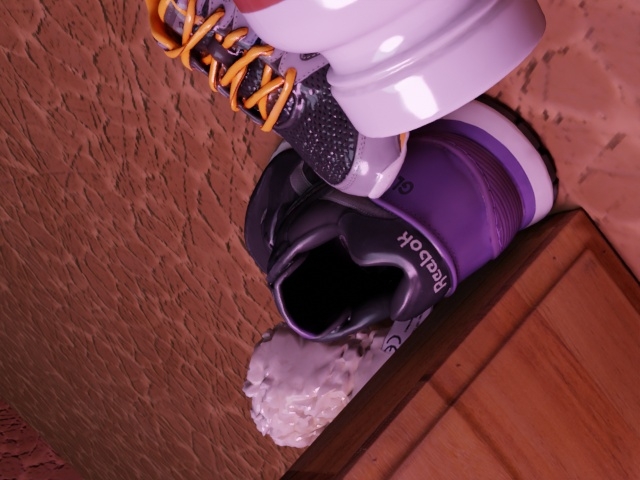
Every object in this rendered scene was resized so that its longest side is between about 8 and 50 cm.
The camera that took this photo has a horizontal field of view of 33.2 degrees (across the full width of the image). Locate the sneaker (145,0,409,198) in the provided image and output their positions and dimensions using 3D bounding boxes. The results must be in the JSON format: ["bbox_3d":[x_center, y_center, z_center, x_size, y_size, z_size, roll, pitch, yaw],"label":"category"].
[{"bbox_3d":[-0.038,-0.103,0.528,0.215,0.083,0.084,53,141,17],"label":"sneaker"}]

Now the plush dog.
[{"bbox_3d":[0.091,0.164,0.707,0.225,0.210,0.262,52,-166,-43],"label":"plush dog"}]

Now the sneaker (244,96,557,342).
[{"bbox_3d":[0.000,0.000,0.629,0.107,0.124,0.283,51,154,-10],"label":"sneaker"}]

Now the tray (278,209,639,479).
[{"bbox_3d":[0.184,0.207,0.564,0.411,0.203,0.076,51,154,-10],"label":"tray"}]

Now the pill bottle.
[{"bbox_3d":[-0.003,-0.153,0.415,0.121,0.121,0.216,-1,128,57],"label":"pill bottle"}]
